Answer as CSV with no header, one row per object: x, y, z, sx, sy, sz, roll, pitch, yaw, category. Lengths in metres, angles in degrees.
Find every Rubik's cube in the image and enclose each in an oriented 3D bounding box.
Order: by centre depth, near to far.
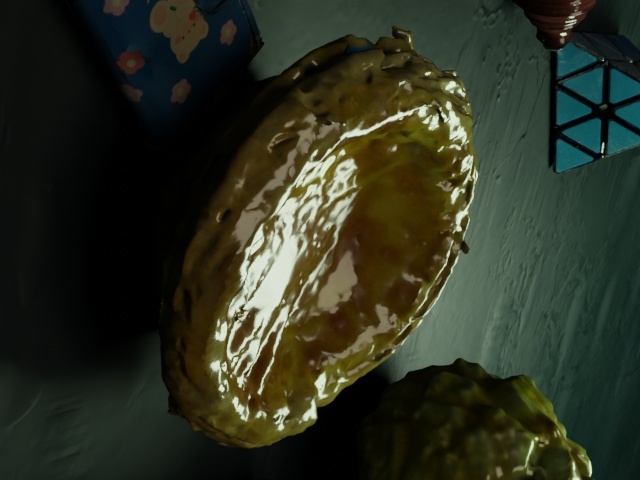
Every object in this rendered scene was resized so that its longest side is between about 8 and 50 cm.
0.408,-0.196,1.691,0.190,0.178,0.211,-49,146,-34,Rubik's cube

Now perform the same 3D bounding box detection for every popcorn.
0.156,0.276,1.513,0.279,0.274,0.335,60,10,-17,popcorn

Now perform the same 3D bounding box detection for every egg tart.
-0.019,-0.008,1.144,0.388,0.169,0.388,-37,142,-35,egg tart

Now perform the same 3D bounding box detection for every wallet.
-0.116,-0.179,0.989,0.141,0.059,0.202,-56,147,-23,wallet

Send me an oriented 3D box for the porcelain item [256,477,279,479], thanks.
-0.082,0.390,1.306,0.281,0.157,0.286,-13,118,-57,porcelain item

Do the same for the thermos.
0.257,-0.314,1.460,0.124,0.098,0.232,-96,-179,-52,thermos
